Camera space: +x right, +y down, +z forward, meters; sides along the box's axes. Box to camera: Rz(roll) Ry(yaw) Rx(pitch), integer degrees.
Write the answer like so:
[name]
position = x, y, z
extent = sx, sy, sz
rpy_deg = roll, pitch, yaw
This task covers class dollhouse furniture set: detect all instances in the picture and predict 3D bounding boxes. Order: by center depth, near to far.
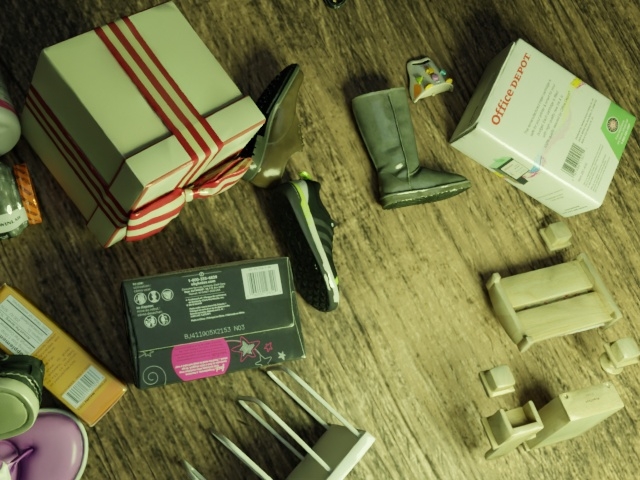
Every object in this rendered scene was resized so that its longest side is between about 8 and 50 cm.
[dollhouse furniture set]
position = 0.357, 0.176, 1.297
extent = 0.304, 0.173, 0.355
rpy_deg = -11, 60, -17

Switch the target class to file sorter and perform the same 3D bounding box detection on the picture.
[file sorter]
position = -0.094, 0.336, 1.066
extent = 0.173, 0.193, 0.277
rpy_deg = 45, 72, -3

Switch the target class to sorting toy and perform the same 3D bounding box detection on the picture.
[sorting toy]
position = 0.197, -0.304, 1.337
extent = 0.083, 0.045, 0.075
rpy_deg = -19, 68, -18

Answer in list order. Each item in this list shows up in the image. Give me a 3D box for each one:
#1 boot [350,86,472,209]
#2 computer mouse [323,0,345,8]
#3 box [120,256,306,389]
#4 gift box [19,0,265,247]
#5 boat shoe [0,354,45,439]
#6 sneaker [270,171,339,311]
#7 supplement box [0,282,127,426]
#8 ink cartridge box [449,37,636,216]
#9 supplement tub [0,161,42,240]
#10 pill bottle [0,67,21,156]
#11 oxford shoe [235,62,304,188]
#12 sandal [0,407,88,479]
[boot]
position = 0.162, -0.169, 1.291
extent = 0.190, 0.076, 0.208
rpy_deg = -8, 77, -20
[computer mouse]
position = -0.013, -0.533, 1.307
extent = 0.071, 0.041, 0.242
rpy_deg = -27, 90, -19
[box]
position = -0.169, 0.124, 1.104
extent = 0.248, 0.142, 0.163
rpy_deg = -8, 82, -19
[gift box]
position = -0.256, -0.151, 1.072
extent = 0.255, 0.276, 0.258
rpy_deg = -37, 89, -31
[boat shoe]
position = -0.534, 0.215, 0.988
extent = 0.340, 0.113, 0.127
rpy_deg = -15, 119, 9
[sneaker]
position = 0.000, 0.000, 1.202
extent = 0.097, 0.084, 0.234
rpy_deg = -22, 98, -38
[supplement box]
position = -0.395, 0.167, 1.064
extent = 0.233, 0.078, 0.080
rpy_deg = 45, 75, -5
[ink cartridge box]
position = 0.407, -0.203, 1.336
extent = 0.278, 0.117, 0.201
rpy_deg = 30, 74, -10
[supplement tub]
position = -0.509, -0.047, 1.044
extent = 0.191, 0.117, 0.116
rpy_deg = -15, 86, -17
[pill bottle]
position = -0.549, -0.256, 1.033
extent = 0.161, 0.160, 0.283
rpy_deg = -20, 77, -18
[oxford shoe]
position = -0.068, -0.190, 1.225
extent = 0.096, 0.083, 0.227
rpy_deg = 26, 76, -28
[sandal]
position = -0.517, 0.366, 0.982
extent = 0.417, 0.102, 0.169
rpy_deg = -23, 88, -19
